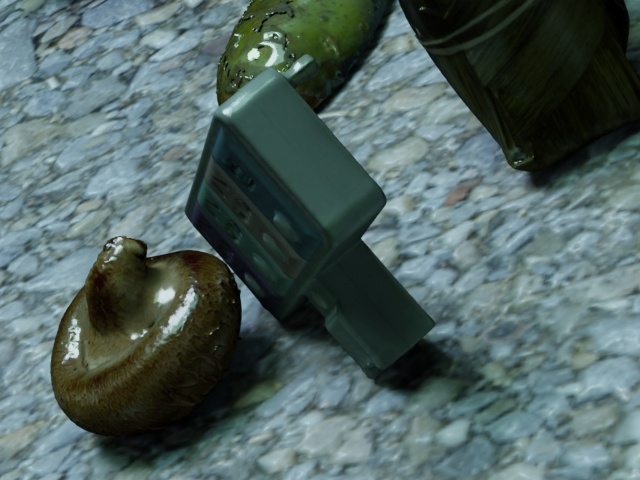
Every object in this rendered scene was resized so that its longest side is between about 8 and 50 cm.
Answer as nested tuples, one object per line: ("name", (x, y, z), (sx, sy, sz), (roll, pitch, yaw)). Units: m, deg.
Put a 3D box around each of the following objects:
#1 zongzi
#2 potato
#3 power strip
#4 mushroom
("zongzi", (0.076, -0.190, 1.102), (0.111, 0.241, 0.247), (-29, 31, 8))
("potato", (-0.015, -0.151, 1.318), (0.119, 0.054, 0.198), (-2, 43, 45))
("power strip", (0.000, 0.000, 1.004), (0.061, 0.145, 0.215), (-39, -4, -13))
("mushroom", (-0.096, 0.053, 1.075), (0.126, 0.085, 0.109), (2, 89, 48))
